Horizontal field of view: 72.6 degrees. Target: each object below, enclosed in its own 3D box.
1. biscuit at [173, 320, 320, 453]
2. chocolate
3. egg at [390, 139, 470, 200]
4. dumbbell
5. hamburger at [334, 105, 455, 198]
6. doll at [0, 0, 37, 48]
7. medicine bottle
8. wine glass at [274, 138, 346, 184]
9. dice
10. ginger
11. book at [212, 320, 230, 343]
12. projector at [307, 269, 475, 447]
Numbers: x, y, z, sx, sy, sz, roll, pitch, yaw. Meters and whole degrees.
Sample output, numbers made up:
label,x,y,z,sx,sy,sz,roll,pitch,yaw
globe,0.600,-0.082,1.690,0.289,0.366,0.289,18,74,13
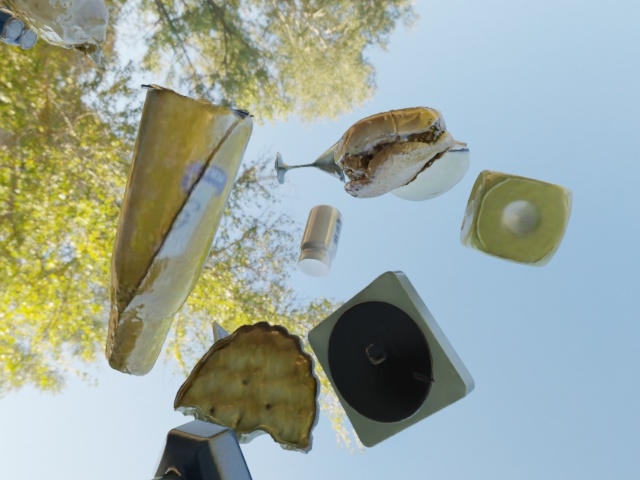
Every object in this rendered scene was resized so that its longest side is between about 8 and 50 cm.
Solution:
label,x,y,z,sx,sy,sz,roll,pitch,yaw
biscuit,-0.148,0.365,1.012,0.329,0.078,0.335,-37,-114,-13
chocolate,-0.116,0.000,0.333,0.085,0.085,0.219,30,-74,48
egg,0.303,-0.227,1.398,0.336,0.201,0.337,1,-162,0
dumbbell,-0.237,0.334,0.522,0.144,0.324,0.160,-36,-112,27
hamburger,0.152,-0.188,0.915,0.243,0.286,0.146,-22,-97,23
doll,-0.621,-0.421,0.835,0.152,0.114,0.086,30,-90,13
medicine bottle,0.000,0.000,1.196,0.102,0.103,0.187,-12,-132,31
wine glass,-0.034,-0.261,1.502,0.232,0.156,0.156,-5,-130,7
dice,0.390,-0.048,0.889,0.169,0.169,0.166,16,-79,10
ginger,-0.389,-0.384,0.610,0.138,0.267,0.152,12,-147,32
book,-0.297,0.441,1.563,0.020,0.295,0.208,-26,-134,4
projector,0.126,0.230,0.854,0.257,0.079,0.259,-43,-116,28
